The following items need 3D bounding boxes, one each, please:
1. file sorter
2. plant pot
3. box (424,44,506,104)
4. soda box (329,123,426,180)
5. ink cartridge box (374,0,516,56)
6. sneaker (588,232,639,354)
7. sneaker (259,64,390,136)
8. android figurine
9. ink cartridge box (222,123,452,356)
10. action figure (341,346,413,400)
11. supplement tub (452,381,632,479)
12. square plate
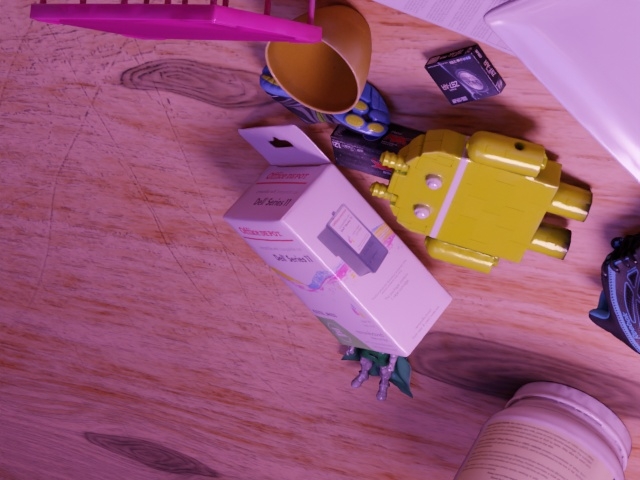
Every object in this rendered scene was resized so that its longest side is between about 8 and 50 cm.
[{"bbox_3d":[-0.166,-0.338,1.820,0.290,0.182,0.202,7,-176,36],"label":"file sorter"},{"bbox_3d":[0.011,-0.239,1.917,0.134,0.095,0.134,23,146,17],"label":"plant pot"},{"bbox_3d":[0.178,-0.203,1.886,0.083,0.018,0.067,-9,128,48],"label":"box"},{"bbox_3d":[0.100,-0.116,2.040,0.168,0.053,0.060,19,146,25],"label":"soda box"},{"bbox_3d":[0.192,-0.302,1.733,0.232,0.066,0.189,16,150,-11],"label":"ink cartridge box"},{"bbox_3d":[0.411,0.037,1.893,0.139,0.125,0.341,28,146,19],"label":"sneaker"},{"bbox_3d":[0.010,-0.187,2.034,0.188,0.067,0.078,21,167,17],"label":"sneaker"},{"bbox_3d":[0.200,-0.054,1.960,0.272,0.056,0.248,16,142,-4],"label":"android figurine"},{"bbox_3d":[0.000,0.000,2.182,0.353,0.119,0.207,48,161,-20],"label":"ink cartridge box"},{"bbox_3d":[0.091,0.168,2.423,0.137,0.063,0.232,23,145,14],"label":"action figure"},{"bbox_3d":[0.308,0.394,2.270,0.235,0.325,0.235,24,147,17],"label":"supplement tub"},{"bbox_3d":[0.367,-0.161,1.568,0.344,0.049,0.347,44,162,-11],"label":"square plate"}]
